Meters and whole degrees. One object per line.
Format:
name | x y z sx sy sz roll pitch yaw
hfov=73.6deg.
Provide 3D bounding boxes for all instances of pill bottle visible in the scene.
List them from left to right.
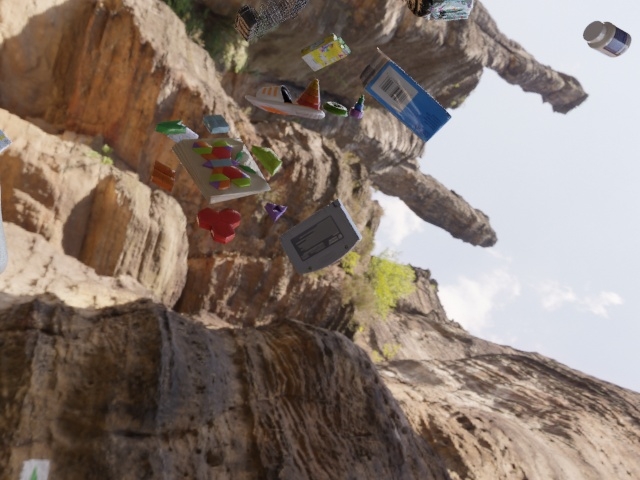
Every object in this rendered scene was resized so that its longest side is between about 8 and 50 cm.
pill bottle | 0.730 -0.517 1.094 0.067 0.120 0.066 -19 -111 59

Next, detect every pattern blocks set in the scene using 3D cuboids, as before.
pattern blocks set | -0.203 -0.151 0.886 0.325 0.286 0.026 45 -44 16

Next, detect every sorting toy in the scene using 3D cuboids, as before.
sorting toy | 0.064 -0.651 1.957 0.127 0.366 0.126 50 -50 42

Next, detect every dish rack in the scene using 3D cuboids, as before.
dish rack | -0.163 -0.799 1.494 0.272 0.074 0.208 -33 -163 -7

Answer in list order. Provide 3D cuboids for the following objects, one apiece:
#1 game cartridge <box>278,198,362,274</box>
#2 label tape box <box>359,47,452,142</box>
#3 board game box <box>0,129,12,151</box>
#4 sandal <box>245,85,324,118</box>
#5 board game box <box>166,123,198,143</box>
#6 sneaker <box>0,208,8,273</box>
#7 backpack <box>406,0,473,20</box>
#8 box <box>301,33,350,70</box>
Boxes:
game cartridge | 0.000 0.000 1.605 0.297 0.198 0.062 -31 -177 26
label tape box | 0.242 -0.450 1.303 0.106 0.241 0.333 -47 -162 23
board game box | -0.937 -0.265 1.164 0.026 0.103 0.154 -1 -134 20
sandal | -0.105 -0.441 1.346 0.102 0.266 0.076 0 104 -75
board game box | -0.586 -0.445 1.816 0.090 0.090 0.019 -20 -121 26
sneaker | -0.803 -0.082 0.936 0.148 0.131 0.349 75 -5 -85
backpack | 0.357 -0.706 1.250 0.115 0.182 0.151 93 -15 -45
box | 0.023 -0.768 1.742 0.179 0.105 0.043 -12 -112 29
